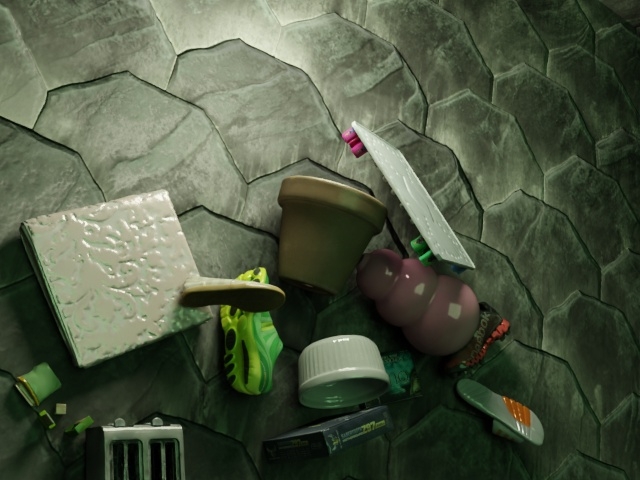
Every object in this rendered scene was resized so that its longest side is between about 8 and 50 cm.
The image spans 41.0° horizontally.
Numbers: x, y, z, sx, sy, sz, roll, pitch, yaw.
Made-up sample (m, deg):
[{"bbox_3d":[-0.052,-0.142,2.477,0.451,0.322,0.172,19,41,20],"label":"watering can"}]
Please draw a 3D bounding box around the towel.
[{"bbox_3d":[-0.411,0.070,1.767,0.332,0.053,0.317,-18,83,-39],"label":"towel"}]

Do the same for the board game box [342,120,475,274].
[{"bbox_3d":[0.224,-0.091,2.125,0.390,0.050,0.390,60,16,16],"label":"board game box"}]

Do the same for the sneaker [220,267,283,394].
[{"bbox_3d":[-0.151,0.201,1.887,0.123,0.109,0.295,41,42,-51],"label":"sneaker"}]

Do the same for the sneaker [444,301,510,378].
[{"bbox_3d":[0.389,0.253,2.244,0.276,0.098,0.135,-37,95,-42],"label":"sneaker"}]

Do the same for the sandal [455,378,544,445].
[{"bbox_3d":[0.459,0.454,2.235,0.265,0.076,0.102,32,38,3],"label":"sandal"}]

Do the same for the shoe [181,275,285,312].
[{"bbox_3d":[-0.183,0.106,1.808,0.219,0.076,0.058,4,40,-10],"label":"shoe"}]

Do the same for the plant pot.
[{"bbox_3d":[0.000,0.000,1.995,0.263,0.263,0.229,24,78,-27],"label":"plant pot"}]

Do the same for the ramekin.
[{"bbox_3d":[0.046,0.292,1.915,0.207,0.207,0.109,10,57,-33],"label":"ramekin"}]

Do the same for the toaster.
[{"bbox_3d":[-0.354,0.434,1.620,0.168,0.110,0.185,7,68,-33],"label":"toaster"}]

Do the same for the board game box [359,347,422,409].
[{"bbox_3d":[0.160,0.335,2.089,0.186,0.026,0.126,-4,74,-37],"label":"board game box"}]

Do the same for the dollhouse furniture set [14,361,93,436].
[{"bbox_3d":[-0.497,0.300,1.604,0.076,0.058,0.151,-40,96,-40],"label":"dollhouse furniture set"}]

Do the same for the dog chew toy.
[{"bbox_3d":[0.230,0.140,2.117,0.332,0.206,0.206,34,54,-11],"label":"dog chew toy"}]

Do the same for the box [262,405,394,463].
[{"bbox_3d":[0.014,0.413,1.816,0.183,0.233,0.059,-13,82,-38],"label":"box"}]
